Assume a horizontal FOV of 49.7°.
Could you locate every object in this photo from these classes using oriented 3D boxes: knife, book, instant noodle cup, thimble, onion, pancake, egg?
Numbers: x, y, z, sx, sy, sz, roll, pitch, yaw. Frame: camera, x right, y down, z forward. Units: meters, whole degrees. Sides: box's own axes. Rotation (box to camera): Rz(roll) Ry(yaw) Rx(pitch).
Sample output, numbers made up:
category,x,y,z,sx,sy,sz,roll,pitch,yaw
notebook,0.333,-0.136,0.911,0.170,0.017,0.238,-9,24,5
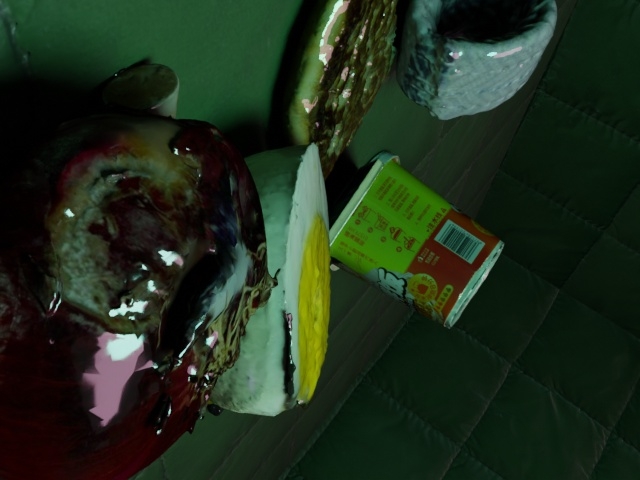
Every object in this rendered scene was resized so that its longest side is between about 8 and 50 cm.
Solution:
category,x,y,z,sx,sy,sz,roll,pitch,yaw
knife,-0.158,0.281,1.453,0.230,0.028,0.060,-48,174,-37
book,0.000,0.000,1.224,0.323,0.018,0.228,-56,-175,-1
instant noodle cup,0.194,0.014,1.431,0.294,0.307,0.294,-49,163,-21
thimble,0.237,-0.316,1.085,0.245,0.217,0.157,-42,158,-24
onion,-0.171,0.044,0.540,0.314,0.232,0.314,15,90,-81
pancake,0.038,-0.266,0.921,0.305,0.066,0.427,-56,165,-30
egg,-0.095,0.039,0.828,0.337,0.200,0.338,1,90,-85

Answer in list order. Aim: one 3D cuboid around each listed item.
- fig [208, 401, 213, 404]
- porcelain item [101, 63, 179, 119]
category,x,y,z,sx,sy,sz,roll,pitch,yaw
fig,-0.193,0.235,1.135,0.074,0.088,0.074,-52,-178,2
porcelain item,-0.172,-0.066,0.676,0.084,0.054,0.213,-42,160,-36
